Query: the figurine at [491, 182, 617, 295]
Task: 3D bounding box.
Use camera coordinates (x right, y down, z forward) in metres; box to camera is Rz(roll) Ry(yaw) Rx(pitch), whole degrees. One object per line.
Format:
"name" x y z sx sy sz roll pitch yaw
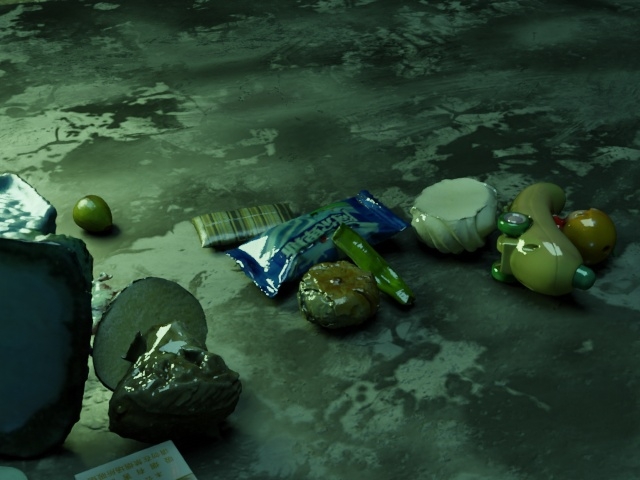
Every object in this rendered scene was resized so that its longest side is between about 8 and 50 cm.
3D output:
"figurine" 0.439 -0.011 1.905 0.222 0.124 0.324 6 30 13

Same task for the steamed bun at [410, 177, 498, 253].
"steamed bun" 0.261 -0.041 1.976 0.183 0.106 0.183 -10 31 6

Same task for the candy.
"candy" 0.000 0.000 1.956 0.331 0.077 0.187 -22 36 -23

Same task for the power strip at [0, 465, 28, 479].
"power strip" -0.526 0.412 1.338 0.261 0.141 0.229 6 32 -13

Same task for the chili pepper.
"chili pepper" 0.097 0.047 1.863 0.052 0.050 0.201 -35 72 -31

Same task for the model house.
"model house" -0.490 0.099 1.626 0.298 0.360 0.339 5 20 -6

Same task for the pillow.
"pillow" -0.147 -0.032 2.047 0.203 0.038 0.113 -11 34 -14

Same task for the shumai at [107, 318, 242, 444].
"shumai" -0.232 0.201 1.542 0.206 0.166 0.175 -3 57 -34

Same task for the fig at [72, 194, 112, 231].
"fig" -0.455 -0.051 2.070 0.088 0.074 0.074 37 46 15

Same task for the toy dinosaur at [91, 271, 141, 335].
"toy dinosaur" -0.388 0.127 1.800 0.167 0.053 0.242 -2 24 -11

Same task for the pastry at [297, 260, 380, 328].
"pastry" 0.032 0.096 1.803 0.153 0.081 0.153 2 24 -1

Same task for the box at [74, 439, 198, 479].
"box" -0.222 0.384 1.387 0.150 0.067 0.233 -20 37 -24

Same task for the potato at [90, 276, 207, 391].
"potato" -0.296 0.161 1.685 0.117 0.182 0.202 -7 55 58
